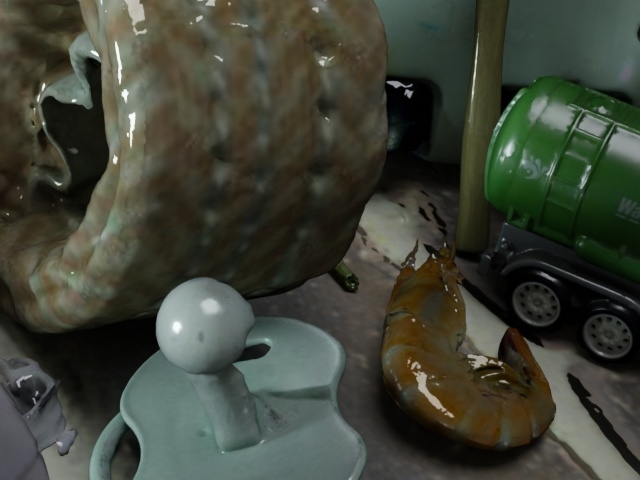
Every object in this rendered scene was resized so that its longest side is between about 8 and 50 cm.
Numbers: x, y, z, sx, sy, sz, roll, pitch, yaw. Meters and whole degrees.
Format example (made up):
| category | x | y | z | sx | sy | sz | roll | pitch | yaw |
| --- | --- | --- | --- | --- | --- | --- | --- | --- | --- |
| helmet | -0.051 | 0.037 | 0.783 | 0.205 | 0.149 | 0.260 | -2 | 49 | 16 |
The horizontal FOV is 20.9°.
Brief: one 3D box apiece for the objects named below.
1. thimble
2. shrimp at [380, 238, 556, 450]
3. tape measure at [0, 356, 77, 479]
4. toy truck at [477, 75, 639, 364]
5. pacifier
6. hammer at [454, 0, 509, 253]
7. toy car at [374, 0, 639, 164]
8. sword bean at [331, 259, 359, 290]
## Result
| category | x | y | z | sx | sy | sz | roll | pitch | yaw |
| --- | --- | --- | --- | --- | --- | --- | --- | --- | --- |
| thimble | -0.076 | -0.057 | 0.819 | 0.148 | 0.229 | 0.196 | -6 | 54 | -30 |
| shrimp | 0.078 | 0.049 | 0.881 | 0.095 | 0.045 | 0.162 | 14 | 32 | 0 |
| tape measure | -0.196 | 0.121 | 0.579 | 0.197 | 0.120 | 0.236 | -8 | 31 | 25 |
| toy truck | 0.199 | 0.005 | 0.917 | 0.242 | 0.125 | 0.101 | 25 | 34 | 15 |
| pacifier | -0.048 | 0.067 | 0.752 | 0.126 | 0.117 | 0.150 | -12 | 38 | 8 |
| hammer | 0.095 | -0.089 | 0.956 | 0.062 | 0.199 | 0.013 | 2 | 14 | -5 |
| toy car | 0.083 | -0.147 | 1.047 | 0.255 | 0.188 | 0.190 | 2 | 18 | -5 |
| sword bean | 0.000 | 0.000 | 0.955 | 0.012 | 0.012 | 0.083 | -5 | 40 | -26 |
